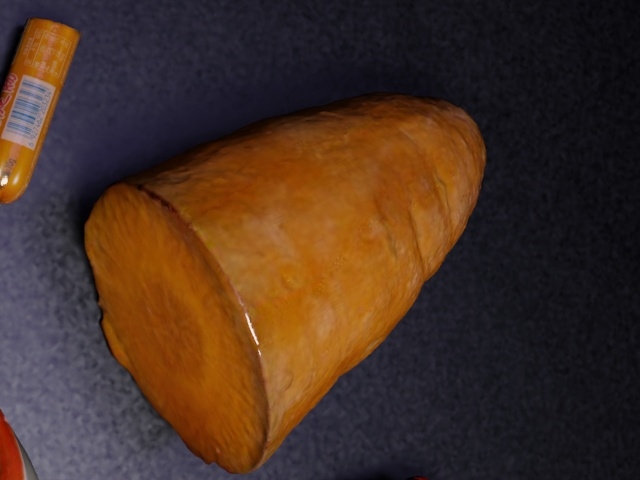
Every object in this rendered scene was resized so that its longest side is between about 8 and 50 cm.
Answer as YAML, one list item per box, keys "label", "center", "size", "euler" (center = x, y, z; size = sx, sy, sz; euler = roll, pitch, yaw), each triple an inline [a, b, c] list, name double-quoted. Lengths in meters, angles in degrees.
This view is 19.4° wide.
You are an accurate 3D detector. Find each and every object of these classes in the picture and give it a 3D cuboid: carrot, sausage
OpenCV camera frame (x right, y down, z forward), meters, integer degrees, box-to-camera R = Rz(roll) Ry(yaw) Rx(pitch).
- label: "carrot"
  center: [0.000, 0.000, 0.990]
  size: [0.225, 0.159, 0.159]
  euler: [-31, 100, -34]
- label: "sausage"
  center: [-0.155, -0.064, 0.974]
  size: [0.031, 0.031, 0.107]
  euler: [23, 78, -21]

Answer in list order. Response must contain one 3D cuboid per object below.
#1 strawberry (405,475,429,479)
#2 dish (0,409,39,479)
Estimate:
- label: "strawberry"
  center: [0.038, 0.170, 1.023]
  size: [0.083, 0.083, 0.096]
  euler: [49, 63, -14]
- label: "dish"
  center: [-0.232, 0.152, 0.838]
  size: [0.256, 0.256, 0.117]
  euler: [-50, 146, -18]
